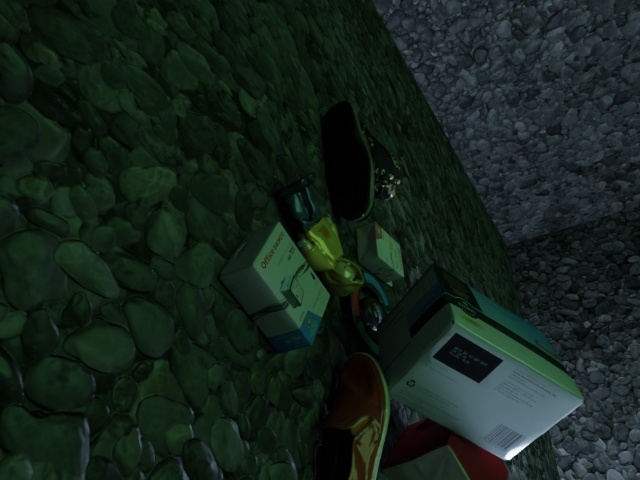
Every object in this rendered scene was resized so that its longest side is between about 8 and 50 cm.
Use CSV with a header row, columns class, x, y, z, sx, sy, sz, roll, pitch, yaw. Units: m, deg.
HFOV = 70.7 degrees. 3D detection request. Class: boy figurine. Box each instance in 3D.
class,x,y,z,sx,sy,sz,roll,pitch,yaw
boy figurine,0.000,0.000,0.999,0.286,0.092,0.177,63,26,-5

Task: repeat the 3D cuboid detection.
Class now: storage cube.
class,x,y,z,sx,sy,sz,roll,pitch,yaw
storage cube,0.287,0.524,1.023,0.215,0.183,0.193,59,27,9

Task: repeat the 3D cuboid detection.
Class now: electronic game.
class,x,y,z,sx,sy,sz,roll,pitch,yaw
electronic game,0.130,0.187,1.145,0.229,0.048,0.230,38,42,-45

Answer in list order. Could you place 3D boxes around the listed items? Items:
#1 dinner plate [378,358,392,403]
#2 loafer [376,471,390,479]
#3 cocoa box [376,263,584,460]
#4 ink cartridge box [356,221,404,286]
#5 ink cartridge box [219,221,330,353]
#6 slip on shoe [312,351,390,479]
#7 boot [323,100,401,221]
class,x,y,z,sx,sy,sz,roll,pitch,yaw
dinner plate,0.167,0.342,1.104,0.141,0.017,0.142,4,85,-62
loafer,0.153,0.569,0.884,0.268,0.096,0.084,51,18,-15
cocoa box,0.329,0.262,0.998,0.346,0.232,0.228,31,24,-12
ink cartridge box,0.182,0.044,1.305,0.198,0.067,0.116,37,42,-45
ink cartridge box,-0.076,0.085,0.821,0.191,0.082,0.140,58,31,-24
slip on shoe,0.053,0.351,0.844,0.101,0.122,0.332,47,40,-29
boot,0.138,-0.191,1.321,0.284,0.138,0.378,29,43,-50
